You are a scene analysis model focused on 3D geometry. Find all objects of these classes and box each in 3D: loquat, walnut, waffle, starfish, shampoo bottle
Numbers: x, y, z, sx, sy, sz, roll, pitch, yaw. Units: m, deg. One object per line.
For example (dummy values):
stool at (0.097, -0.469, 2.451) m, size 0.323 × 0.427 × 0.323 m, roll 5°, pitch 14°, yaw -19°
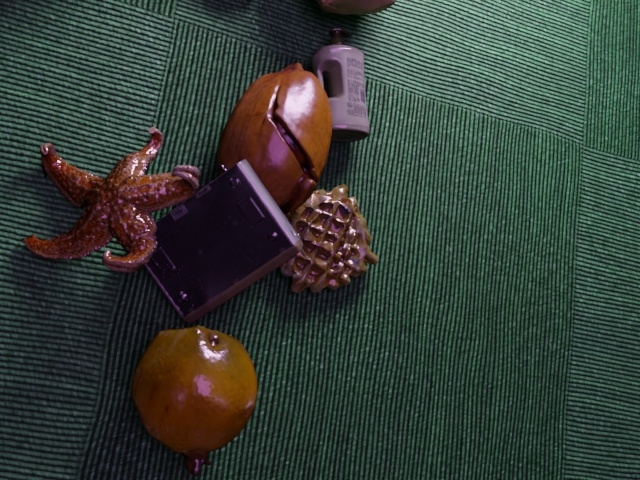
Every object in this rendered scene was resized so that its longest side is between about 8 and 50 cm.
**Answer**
loquat at (-0.213, 0.272, 1.247) m, size 0.214 × 0.213 × 0.245 m, roll 3°, pitch 76°, yaw -20°
walnut at (-0.078, -0.207, 1.393) m, size 0.209 × 0.209 × 0.336 m, roll 19°, pitch 66°, yaw -16°
waffle at (0.001, 0.000, 1.456) m, size 0.224 × 0.054 × 0.203 m, roll -17°, pitch 87°, yaw -22°
starfish at (-0.367, -0.085, 1.287) m, size 0.303 × 0.113 × 0.312 m, roll 23°, pitch 70°, yaw 18°
shampoo bottle at (0.039, -0.327, 1.515) m, size 0.118 × 0.087 × 0.234 m, roll 1°, pitch 79°, yaw -21°

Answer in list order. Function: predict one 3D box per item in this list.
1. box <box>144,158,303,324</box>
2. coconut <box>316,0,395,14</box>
box at (-0.192, 0.002, 1.303) m, size 0.270 × 0.045 × 0.210 m, roll -32°, pitch 95°, yaw 18°
coconut at (0.073, -0.584, 1.506) m, size 0.233 × 0.233 × 0.245 m, roll -35°, pitch 90°, yaw -23°
